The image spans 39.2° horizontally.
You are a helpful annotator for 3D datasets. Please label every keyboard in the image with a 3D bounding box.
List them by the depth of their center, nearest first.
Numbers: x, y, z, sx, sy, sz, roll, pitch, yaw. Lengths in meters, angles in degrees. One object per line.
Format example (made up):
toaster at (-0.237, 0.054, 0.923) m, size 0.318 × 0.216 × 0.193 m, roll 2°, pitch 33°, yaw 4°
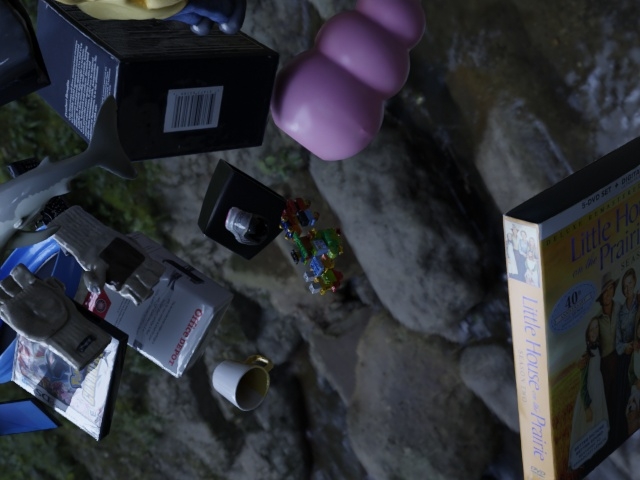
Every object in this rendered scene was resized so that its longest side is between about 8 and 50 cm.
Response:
keyboard at (-0.455, -0.060, 1.529) m, size 0.038 × 0.100 × 0.192 m, roll -35°, pitch 90°, yaw 31°

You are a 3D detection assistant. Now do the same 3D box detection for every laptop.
laptop at (-0.679, 0.433, 1.824) m, size 0.136 × 0.264 × 0.234 m, roll 26°, pitch 157°, yaw 12°

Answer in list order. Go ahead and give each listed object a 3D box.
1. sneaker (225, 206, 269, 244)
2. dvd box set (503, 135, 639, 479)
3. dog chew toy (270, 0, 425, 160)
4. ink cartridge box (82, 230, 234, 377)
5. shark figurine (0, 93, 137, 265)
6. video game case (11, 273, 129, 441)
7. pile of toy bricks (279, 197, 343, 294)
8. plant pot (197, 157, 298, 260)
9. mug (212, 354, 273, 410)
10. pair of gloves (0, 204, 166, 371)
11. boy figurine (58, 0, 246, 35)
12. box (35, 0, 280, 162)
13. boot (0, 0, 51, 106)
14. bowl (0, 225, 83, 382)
sneaker at (-0.137, -0.020, 1.870) m, size 0.075 × 0.063 × 0.170 m, roll 22°, pitch 172°, yaw 19°
dvd box set at (0.380, 0.101, 1.215) m, size 0.062 × 0.307 × 0.420 m, roll 21°, pitch 129°, yaw 47°
dog chew toy at (0.060, -0.307, 1.581) m, size 0.206 × 0.332 × 0.206 m, roll 36°, pitch -174°, yaw -4°
ink cartridge box at (-0.354, 0.137, 1.958) m, size 0.273 × 0.114 × 0.197 m, roll 33°, pitch 111°, yaw 9°
shark figurine at (-0.341, -0.054, 0.977) m, size 0.116 × 0.278 × 0.166 m, roll 54°, pitch -163°, yaw 9°
video game case at (-0.508, 0.238, 1.800) m, size 0.248 × 0.035 × 0.275 m, roll 29°, pitch 123°, yaw 18°
pile of toy bricks at (0.000, 0.000, 1.922) m, size 0.212 × 0.105 × 0.118 m, roll 62°, pitch 148°, yaw 29°
plant pot at (-0.187, -0.064, 2.098) m, size 0.188 × 0.167 × 0.187 m, roll 32°, pitch -177°, yaw -20°
mug at (-0.107, 0.189, 1.215) m, size 0.064 × 0.078 × 0.062 m, roll 15°, pitch 100°, yaw 42°
pair of gloves at (-0.376, 0.071, 1.399) m, size 0.204 × 0.240 × 0.042 m, roll 30°, pitch 146°, yaw 7°
boy figurine at (-0.227, -0.307, 1.073) m, size 0.177 × 0.285 × 0.092 m, roll 9°, pitch 94°, yaw 42°
box at (-0.278, -0.278, 1.500) m, size 0.294 × 0.296 × 0.183 m, roll 41°, pitch 129°, yaw 39°
boot at (-0.595, -0.264, 1.068) m, size 0.367 × 0.445 × 0.146 m, roll 64°, pitch -178°, yaw -3°
bowl at (-0.678, 0.146, 2.055) m, size 0.077 × 0.391 × 0.391 m, roll 34°, pitch 171°, yaw -31°
